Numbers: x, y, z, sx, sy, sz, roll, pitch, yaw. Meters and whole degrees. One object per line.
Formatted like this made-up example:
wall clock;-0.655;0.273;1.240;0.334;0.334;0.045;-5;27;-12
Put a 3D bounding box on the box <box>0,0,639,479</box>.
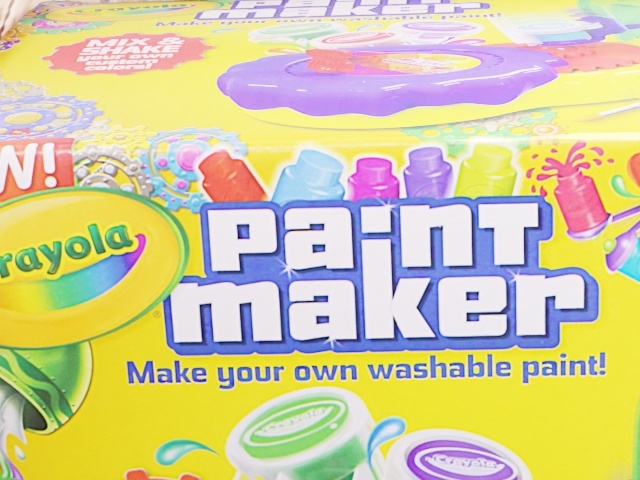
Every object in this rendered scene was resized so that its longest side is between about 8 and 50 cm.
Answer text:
box;0.046;0.072;0.544;0.177;0.290;0.279;-77;165;-69
